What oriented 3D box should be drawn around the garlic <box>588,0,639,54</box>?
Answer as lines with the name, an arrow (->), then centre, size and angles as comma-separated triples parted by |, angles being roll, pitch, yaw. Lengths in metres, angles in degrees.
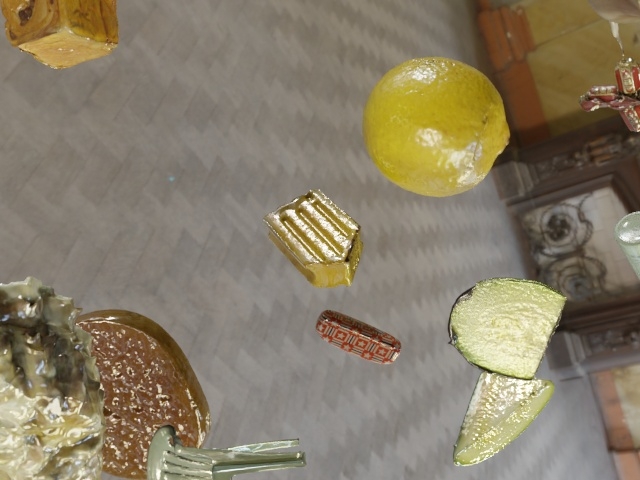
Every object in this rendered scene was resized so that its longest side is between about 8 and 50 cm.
garlic -> 0.605, -0.509, 1.237 | 0.246, 0.231, 0.340 | 57, 14, 0

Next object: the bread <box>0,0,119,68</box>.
bread -> -0.449, -0.391, 1.176 | 0.143, 0.158, 0.149 | -1, 90, -70

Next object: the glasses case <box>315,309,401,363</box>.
glasses case -> 0.081, 0.211, 1.492 | 0.194, 0.073, 0.049 | 24, 31, -5

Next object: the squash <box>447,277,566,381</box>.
squash -> 0.321, 0.139, 1.227 | 0.085, 0.184, 0.192 | -67, 174, -72

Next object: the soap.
soap -> 0.000, 0.000, 1.511 | 0.257, 0.160, 0.080 | 46, -20, 43

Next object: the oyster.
oyster -> -0.336, 0.188, 0.760 | 0.238, 0.114, 0.352 | -37, 129, -35

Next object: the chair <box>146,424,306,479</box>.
chair -> -0.168, 0.423, 1.153 | 0.190, 0.274, 0.204 | -142, -125, -82

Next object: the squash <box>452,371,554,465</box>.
squash -> 0.412, 0.421, 1.518 | 0.252, 0.169, 0.093 | -58, 135, -38

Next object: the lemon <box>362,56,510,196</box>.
lemon -> 0.220, -0.219, 1.324 | 0.293, 0.293, 0.293 | 37, 44, -46

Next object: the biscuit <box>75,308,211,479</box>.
biscuit -> -0.417, 0.324, 1.404 | 0.070, 0.350, 0.395 | -87, 163, -69

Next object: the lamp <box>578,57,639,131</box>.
lamp -> 0.284, -0.121, 0.611 | 0.083, 0.063, 0.031 | 32, 58, -5

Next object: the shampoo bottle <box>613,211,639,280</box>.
shampoo bottle -> 0.451, 0.037, 0.913 | 0.195, 0.056, 0.056 | 43, 40, -38
